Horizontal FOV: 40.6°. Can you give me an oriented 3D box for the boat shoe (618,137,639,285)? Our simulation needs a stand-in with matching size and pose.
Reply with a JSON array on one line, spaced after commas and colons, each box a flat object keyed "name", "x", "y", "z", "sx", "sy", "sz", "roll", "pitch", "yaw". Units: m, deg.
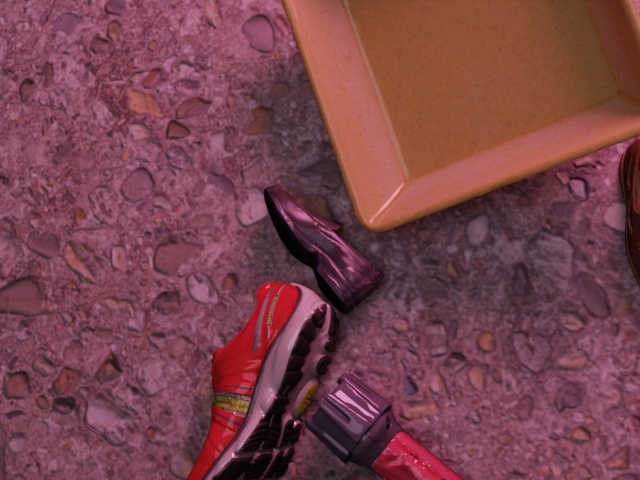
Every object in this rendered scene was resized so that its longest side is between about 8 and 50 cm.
[{"name": "boat shoe", "x": 0.334, "y": -0.018, "z": 0.858, "sx": 0.064, "sy": 0.060, "sz": 0.178, "roll": -11, "pitch": 79, "yaw": 14}]

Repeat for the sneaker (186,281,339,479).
[{"name": "sneaker", "x": -0.080, "y": 0.174, "z": 0.945, "sx": 0.118, "sy": 0.107, "sz": 0.279, "roll": 26, "pitch": 86, "yaw": 36}]

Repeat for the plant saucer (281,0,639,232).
[{"name": "plant saucer", "x": 0.145, "y": -0.213, "z": 0.882, "sx": 0.333, "sy": 0.081, "sz": 0.332, "roll": -21, "pitch": 86, "yaw": 30}]

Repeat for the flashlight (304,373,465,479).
[{"name": "flashlight", "x": 0.120, "y": 0.253, "z": 0.852, "sx": 0.304, "sy": 0.103, "sz": 0.103, "roll": 39, "pitch": 127, "yaw": 13}]

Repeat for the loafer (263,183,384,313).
[{"name": "loafer", "x": 0.000, "y": 0.000, "z": 0.959, "sx": 0.061, "sy": 0.062, "sz": 0.170, "roll": -34, "pitch": 77, "yaw": -14}]
